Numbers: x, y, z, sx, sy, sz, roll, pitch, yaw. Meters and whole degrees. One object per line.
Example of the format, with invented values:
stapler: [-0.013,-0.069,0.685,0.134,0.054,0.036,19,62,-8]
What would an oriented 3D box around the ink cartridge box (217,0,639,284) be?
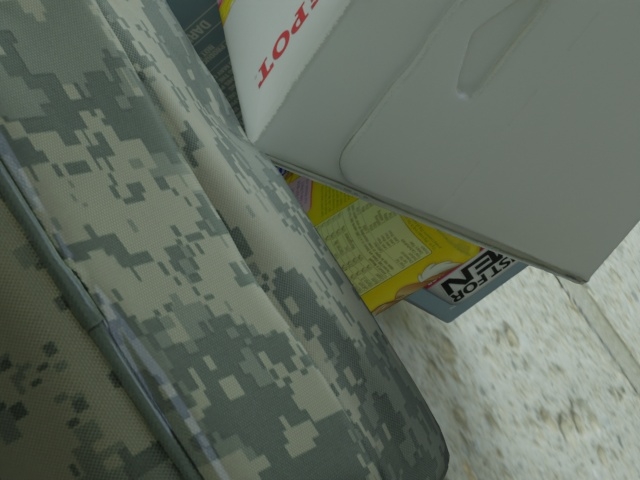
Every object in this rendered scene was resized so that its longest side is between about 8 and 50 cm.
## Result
ink cartridge box: [0.076,-0.157,0.865,0.197,0.198,0.270,21,32,-26]

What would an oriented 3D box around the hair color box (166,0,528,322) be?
hair color box: [-0.016,-0.105,1.085,0.374,0.113,0.185,30,31,-45]

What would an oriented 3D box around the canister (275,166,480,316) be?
canister: [0.000,0.000,0.951,0.073,0.170,0.126,43,30,-28]

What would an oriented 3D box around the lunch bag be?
lunch bag: [-0.093,0.036,0.696,0.305,0.212,0.256,58,30,1]
